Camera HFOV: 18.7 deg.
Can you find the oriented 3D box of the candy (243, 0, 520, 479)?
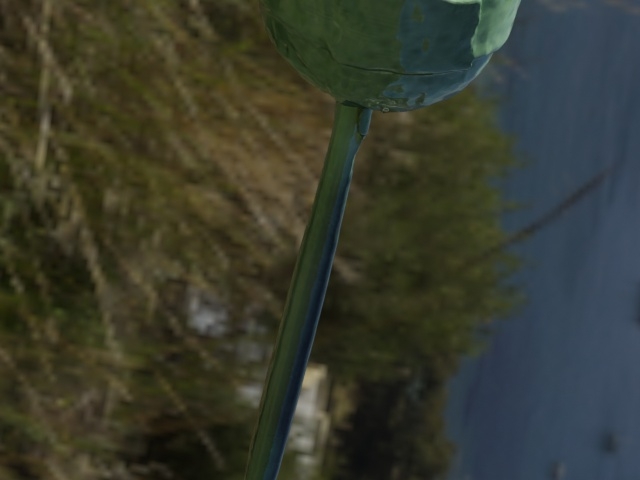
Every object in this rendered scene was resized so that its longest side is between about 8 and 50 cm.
[{"bbox_3d":[0.000,0.000,0.916,0.119,0.119,0.440,-60,168,-50],"label":"candy"}]
